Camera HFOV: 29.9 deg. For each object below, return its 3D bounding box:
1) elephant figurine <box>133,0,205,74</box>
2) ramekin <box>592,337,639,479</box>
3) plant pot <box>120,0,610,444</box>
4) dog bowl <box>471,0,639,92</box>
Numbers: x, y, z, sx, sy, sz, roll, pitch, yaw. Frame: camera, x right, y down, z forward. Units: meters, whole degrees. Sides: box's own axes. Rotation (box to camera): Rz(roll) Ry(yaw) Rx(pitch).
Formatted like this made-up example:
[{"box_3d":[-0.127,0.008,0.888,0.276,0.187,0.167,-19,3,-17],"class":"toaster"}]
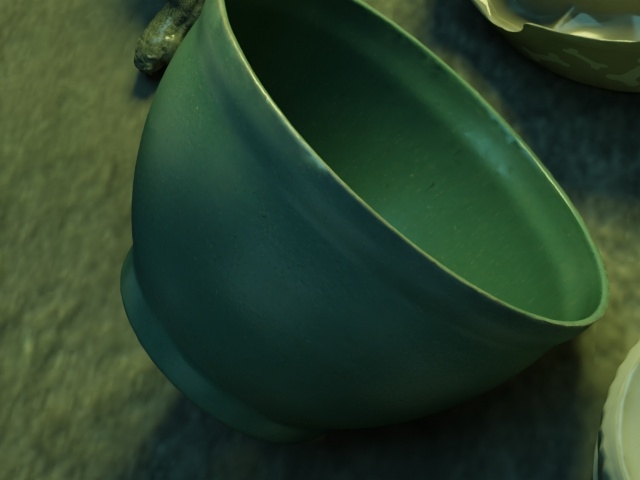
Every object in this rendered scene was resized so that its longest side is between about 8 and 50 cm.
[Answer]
[{"box_3d":[-0.088,-0.285,0.969,0.239,0.169,0.186,-29,28,22],"class":"elephant figurine"},{"box_3d":[0.251,0.120,0.658,0.207,0.109,0.207,-8,62,15],"class":"ramekin"},{"box_3d":[0.000,0.000,0.733,0.196,0.293,0.293,-47,55,24],"class":"plant pot"},{"box_3d":[0.246,-0.259,0.855,0.349,0.102,0.348,-8,62,15],"class":"dog bowl"}]
